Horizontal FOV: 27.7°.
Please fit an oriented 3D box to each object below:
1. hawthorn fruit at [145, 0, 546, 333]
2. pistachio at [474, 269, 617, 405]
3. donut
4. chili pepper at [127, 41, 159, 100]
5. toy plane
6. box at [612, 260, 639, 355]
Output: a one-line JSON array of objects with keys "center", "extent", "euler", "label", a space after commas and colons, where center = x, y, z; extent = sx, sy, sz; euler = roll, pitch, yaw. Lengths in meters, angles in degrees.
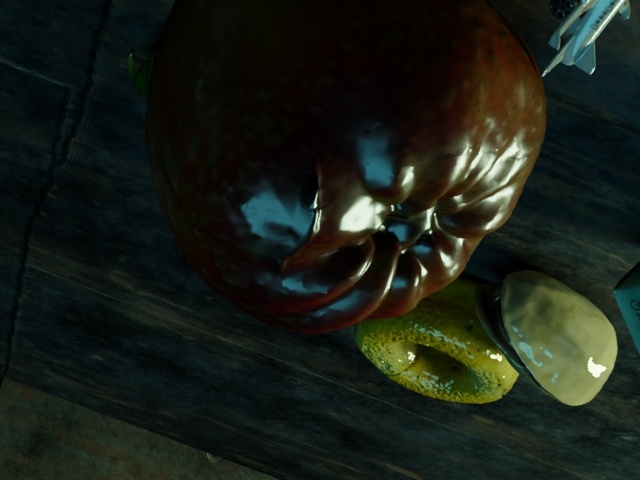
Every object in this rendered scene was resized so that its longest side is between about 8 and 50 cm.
[{"center": [-0.002, -0.122, 1.284], "extent": [0.403, 0.402, 0.403], "euler": [14, 154, 7], "label": "hawthorn fruit"}, {"center": [0.314, 0.131, 1.821], "extent": [0.229, 0.157, 0.157], "euler": [41, 148, -18], "label": "pistachio"}, {"center": [0.186, 0.156, 1.998], "extent": [0.303, 0.110, 0.303], "euler": [15, 154, 8], "label": "donut"}, {"center": [-0.154, -0.218, 1.514], "extent": [0.100, 0.074, 0.257], "euler": [29, 148, -17], "label": "chili pepper"}, {"center": [0.258, -0.229, 1.193], "extent": [0.066, 0.162, 0.171], "euler": [33, 124, 22], "label": "toy plane"}, {"center": [0.529, 0.101, 1.552], "extent": [0.311, 0.118, 0.205], "euler": [-14, 102, 48], "label": "box"}]
